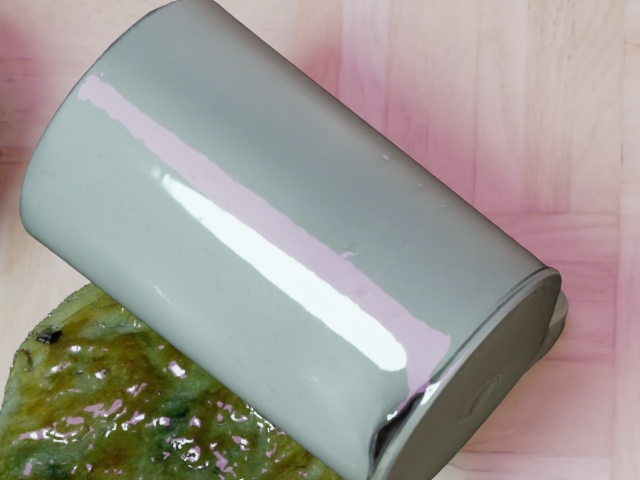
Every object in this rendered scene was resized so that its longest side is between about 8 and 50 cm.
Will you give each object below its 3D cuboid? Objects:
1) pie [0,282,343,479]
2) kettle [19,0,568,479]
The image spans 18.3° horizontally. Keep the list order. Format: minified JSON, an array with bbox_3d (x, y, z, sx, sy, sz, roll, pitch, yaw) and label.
[{"bbox_3d":[-0.098,0.131,1.399,0.277,0.078,0.277,1,63,-1],"label":"pie"},{"bbox_3d":[-0.010,0.012,1.345,0.318,0.265,0.205,37,87,17],"label":"kettle"}]
